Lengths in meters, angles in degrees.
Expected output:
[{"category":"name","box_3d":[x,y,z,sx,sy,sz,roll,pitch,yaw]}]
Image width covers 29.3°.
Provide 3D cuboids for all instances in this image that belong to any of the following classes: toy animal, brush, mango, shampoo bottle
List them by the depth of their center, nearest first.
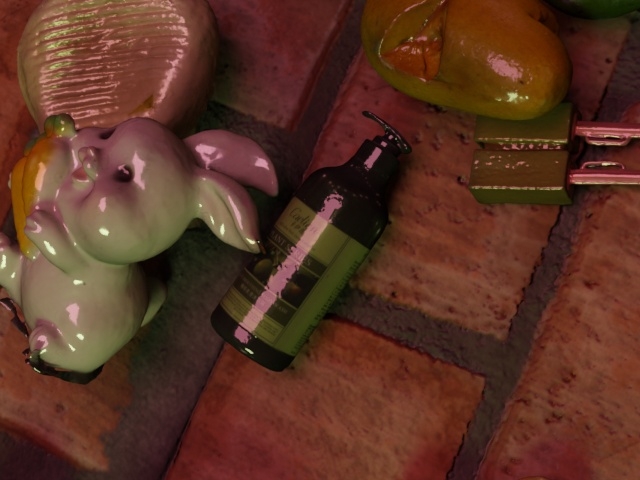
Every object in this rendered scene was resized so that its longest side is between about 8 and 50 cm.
[{"category":"brush","box_3d":[0.269,-0.088,1.224,0.233,0.047,0.103,3,74,25]},{"category":"mango","box_3d":[0.149,-0.200,1.240,0.167,0.130,0.262,-31,42,-29]},{"category":"shampoo bottle","box_3d":[0.000,0.000,1.295,0.101,0.101,0.284,37,92,29]},{"category":"toy animal","box_3d":[-0.214,-0.009,1.307,0.310,0.247,0.183,-53,24,18]}]

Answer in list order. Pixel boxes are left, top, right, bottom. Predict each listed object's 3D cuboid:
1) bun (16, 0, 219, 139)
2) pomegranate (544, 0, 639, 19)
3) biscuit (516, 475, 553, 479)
[{"category":"bun","box_3d":[-0.233,-0.193,1.434,0.259,0.160,0.259,-1,87,15]},{"category":"pomegranate","box_3d":[0.272,-0.320,1.189,0.187,0.225,0.187,-3,74,10]},{"category":"biscuit","box_3d":[0.192,0.363,1.129,0.355,0.052,0.275,22,86,30]}]
